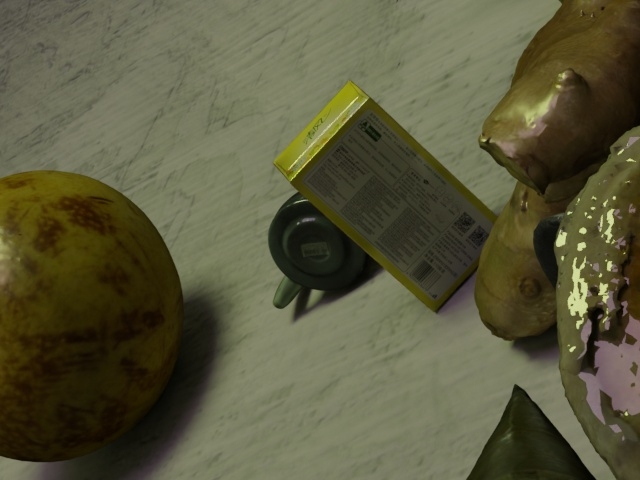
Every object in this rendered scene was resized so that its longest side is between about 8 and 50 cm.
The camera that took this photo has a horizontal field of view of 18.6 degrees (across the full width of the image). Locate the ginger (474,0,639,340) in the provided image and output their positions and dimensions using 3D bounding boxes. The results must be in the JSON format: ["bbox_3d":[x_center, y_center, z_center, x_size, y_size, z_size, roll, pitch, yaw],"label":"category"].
[{"bbox_3d":[0.192,-0.126,1.368,0.348,0.122,0.363,105,-171,-77],"label":"ginger"}]

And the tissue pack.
[{"bbox_3d":[0.058,-0.036,1.593,0.095,0.176,0.062,-47,23,4],"label":"tissue pack"}]

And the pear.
[{"bbox_3d":[-0.257,0.068,1.860,0.281,0.281,0.280,-37,27,23],"label":"pear"}]

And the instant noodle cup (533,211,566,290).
[{"bbox_3d":[0.275,-0.009,1.187,0.207,0.217,0.217,-48,24,-13],"label":"instant noodle cup"}]

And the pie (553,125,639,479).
[{"bbox_3d":[0.281,0.045,1.007,0.339,0.339,0.077,-61,-15,-24],"label":"pie"}]

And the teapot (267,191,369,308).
[{"bbox_3d":[-0.004,-0.008,1.763,0.124,0.092,0.091,-25,17,30],"label":"teapot"}]

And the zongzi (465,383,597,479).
[{"bbox_3d":[0.070,0.292,1.115,0.356,0.174,0.393,-49,24,7],"label":"zongzi"}]
